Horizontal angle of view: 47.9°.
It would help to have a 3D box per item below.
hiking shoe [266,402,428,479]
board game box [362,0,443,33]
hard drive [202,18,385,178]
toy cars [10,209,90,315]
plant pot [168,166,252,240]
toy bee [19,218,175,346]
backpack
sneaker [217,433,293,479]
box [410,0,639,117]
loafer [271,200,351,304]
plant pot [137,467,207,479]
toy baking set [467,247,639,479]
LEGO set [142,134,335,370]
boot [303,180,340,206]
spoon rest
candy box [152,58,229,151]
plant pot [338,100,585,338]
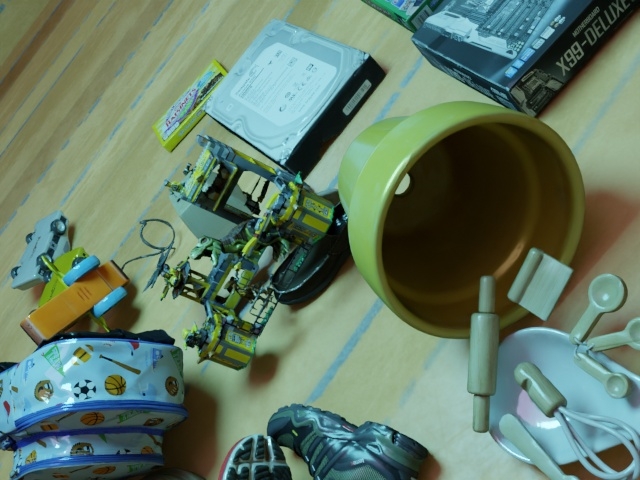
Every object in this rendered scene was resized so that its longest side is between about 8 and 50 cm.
[{"bbox_3d":[0.011,0.264,0.848,0.227,0.086,0.114,-1,60,42],"label":"hiking shoe"},{"bbox_3d":[0.217,-0.515,1.239,0.317,0.046,0.213,-46,41,8],"label":"board game box"},{"bbox_3d":[-0.063,-0.270,1.307,0.237,0.064,0.339,-51,41,1],"label":"hard drive"},{"bbox_3d":[-0.539,0.074,1.482,0.176,0.087,0.394,-48,38,-3],"label":"toy cars"},{"bbox_3d":[-0.199,-0.063,1.258,0.109,0.096,0.109,-46,42,8],"label":"plant pot"},{"bbox_3d":[-0.402,0.100,1.307,0.162,0.298,0.195,-37,73,57],"label":"toy bee"},{"bbox_3d":[-0.317,0.230,1.008,0.263,0.277,0.213,-42,56,41],"label":"backpack"},{"bbox_3d":[-0.106,0.367,0.843,0.118,0.107,0.279,-11,69,49],"label":"sneaker"},{"bbox_3d":[0.309,-0.343,1.012,0.307,0.076,0.242,-47,41,6],"label":"box"},{"bbox_3d":[0.000,0.000,1.048,0.220,0.078,0.080,-46,42,6],"label":"loafer"},{"bbox_3d":[-0.244,0.414,0.957,0.237,0.110,0.237,-22,49,28],"label":"plant pot"},{"bbox_3d":[0.217,0.135,0.686,0.197,0.030,0.256,4,86,53],"label":"toy baking set"},{"bbox_3d":[-0.149,0.003,1.028,0.331,0.192,0.255,-56,25,19],"label":"LEGO set"},{"bbox_3d":[-0.023,-0.068,1.149,0.118,0.042,0.087,-30,38,14],"label":"boot"},{"bbox_3d":[0.274,0.153,0.683,0.276,0.084,0.137,-4,76,39],"label":"spoon rest"},{"bbox_3d":[-0.273,-0.290,1.535,0.206,0.027,0.105,-46,38,7],"label":"candy box"},{"bbox_3d":[0.136,-0.046,0.856,0.254,0.254,0.239,-49,25,3],"label":"plant pot"}]
